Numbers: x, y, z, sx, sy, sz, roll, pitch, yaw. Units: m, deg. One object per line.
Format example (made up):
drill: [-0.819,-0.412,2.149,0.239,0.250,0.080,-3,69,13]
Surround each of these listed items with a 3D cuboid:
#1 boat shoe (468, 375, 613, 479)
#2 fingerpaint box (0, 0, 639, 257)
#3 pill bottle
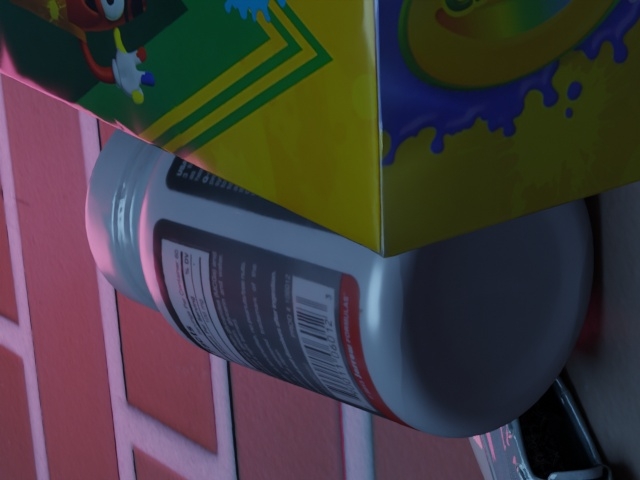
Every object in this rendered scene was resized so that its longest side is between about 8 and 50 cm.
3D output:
boat shoe: [0.168,0.179,1.329,0.228,0.079,0.081,68,150,22]
fingerpaint box: [0.098,-0.161,0.949,0.371,0.444,0.163,25,125,51]
pill bottle: [0.000,0.000,1.364,0.363,0.210,0.210,16,117,47]
